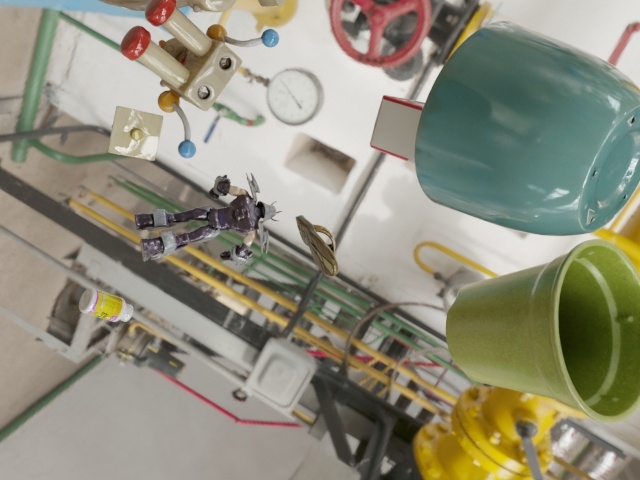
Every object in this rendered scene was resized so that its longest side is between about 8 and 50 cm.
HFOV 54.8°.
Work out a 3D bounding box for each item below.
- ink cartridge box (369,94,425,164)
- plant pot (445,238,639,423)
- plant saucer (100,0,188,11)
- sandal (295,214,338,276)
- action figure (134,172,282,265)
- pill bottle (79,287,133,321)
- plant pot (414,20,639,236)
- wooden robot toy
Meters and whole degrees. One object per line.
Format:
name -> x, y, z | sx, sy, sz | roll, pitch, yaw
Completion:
ink cartridge box -> 0.235, -0.184, 1.110 | 0.237, 0.172, 0.100 | -4, 115, -45
plant pot -> 0.360, 0.151, 1.029 | 0.254, 0.276, 0.276 | -14, -143, 53
plant saucer -> -0.149, -0.350, 0.687 | 0.278, 0.278, 0.041 | -58, 151, -19
sandal -> 0.000, 0.000, 1.213 | 0.049, 0.180, 0.072 | -19, 127, -13
action figure -> -0.215, -0.037, 1.221 | 0.099, 0.285, 0.185 | 112, -35, -69
pill bottle -> -0.363, 0.113, 1.052 | 0.083, 0.043, 0.043 | 28, 92, -42
plant pot -> 0.320, -0.141, 0.884 | 0.293, 0.235, 0.293 | -24, 130, -33
wooden robot toy -> -0.091, -0.131, 0.414 | 0.173, 0.076, 0.079 | -54, -145, -2
